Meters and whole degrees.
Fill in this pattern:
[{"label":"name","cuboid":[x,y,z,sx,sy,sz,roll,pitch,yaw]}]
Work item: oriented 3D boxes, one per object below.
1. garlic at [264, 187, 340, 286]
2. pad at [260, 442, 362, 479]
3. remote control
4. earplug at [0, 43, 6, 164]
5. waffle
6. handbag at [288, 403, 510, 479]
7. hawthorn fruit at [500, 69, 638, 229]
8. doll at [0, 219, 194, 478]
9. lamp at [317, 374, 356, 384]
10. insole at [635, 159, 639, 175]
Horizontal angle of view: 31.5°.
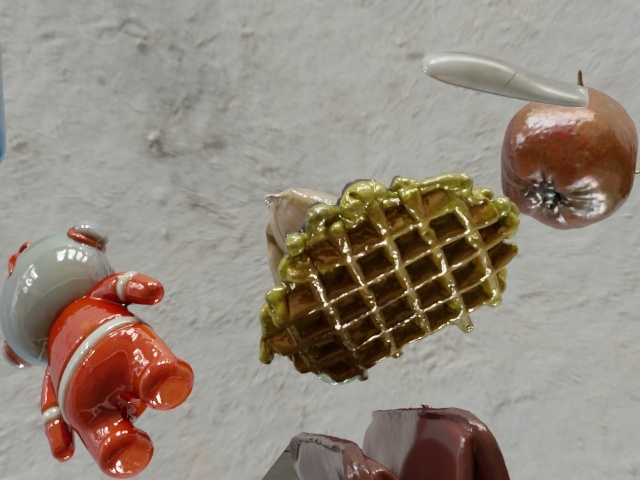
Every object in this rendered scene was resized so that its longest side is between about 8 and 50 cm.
[{"label":"garlic","cuboid":[0.000,0.000,1.911,0.217,0.110,0.228,0,123,39]},{"label":"pad","cuboid":[0.025,0.275,1.193,0.202,0.300,0.005,4,101,13]},{"label":"remote control","cuboid":[0.246,-0.220,1.516,0.229,0.073,0.044,11,115,5]},{"label":"earplug","cuboid":[-0.461,-0.174,1.442,0.132,0.132,0.273,-27,45,2]},{"label":"waffle","cuboid":[0.076,0.047,1.220,0.301,0.058,0.281,-11,134,-18]},{"label":"handbag","cuboid":[0.069,0.240,0.693,0.084,0.260,0.275,-18,84,-13]},{"label":"hawthorn fruit","cuboid":[0.382,-0.148,1.710,0.210,0.210,0.262,26,56,2]},{"label":"doll","cuboid":[-0.234,0.089,1.108,0.336,0.105,0.199,39,103,46]},{"label":"lamp","cuboid":[0.019,0.182,1.908,0.106,0.193,0.106,-1,94,-13]},{"label":"insole","cuboid":[0.549,-0.127,1.824,0.081,0.248,0.011,6,104,35]}]
